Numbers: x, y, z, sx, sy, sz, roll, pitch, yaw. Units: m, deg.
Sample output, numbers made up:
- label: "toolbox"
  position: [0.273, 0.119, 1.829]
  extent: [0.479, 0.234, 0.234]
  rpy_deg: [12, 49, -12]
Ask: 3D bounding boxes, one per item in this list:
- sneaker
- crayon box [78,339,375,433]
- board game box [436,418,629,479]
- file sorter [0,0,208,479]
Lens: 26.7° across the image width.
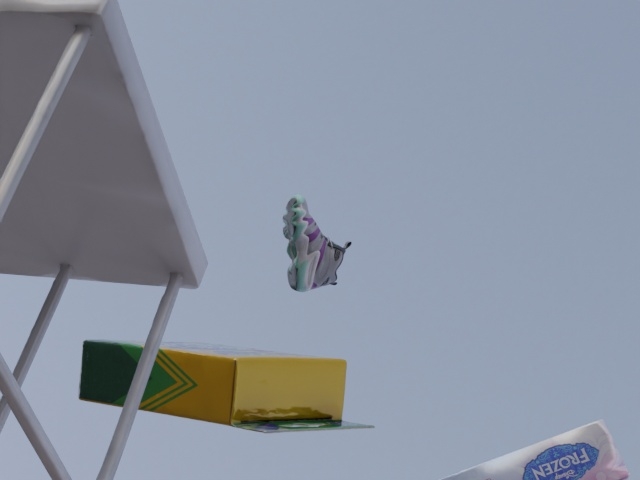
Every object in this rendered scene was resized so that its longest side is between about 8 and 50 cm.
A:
- label: "sneaker"
  position: [0.000, 0.000, 1.354]
  extent: [0.038, 0.069, 0.098]
  rpy_deg: [-157, -117, -63]
- label: "crayon box"
  position: [-0.115, 0.175, 1.661]
  extent: [0.323, 0.203, 0.083]
  rpy_deg: [4, -92, 40]
- label: "board game box"
  position: [0.124, 0.309, 1.364]
  extent: [0.318, 0.318, 0.066]
  rpy_deg: [94, -25, -64]
- label: "file sorter"
  position: [-0.227, 0.004, 0.646]
  extent: [0.278, 0.173, 0.193]
  rpy_deg: [4, -40, 15]
